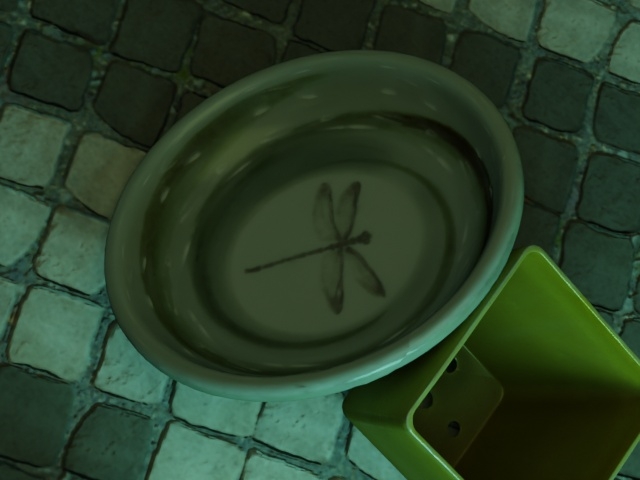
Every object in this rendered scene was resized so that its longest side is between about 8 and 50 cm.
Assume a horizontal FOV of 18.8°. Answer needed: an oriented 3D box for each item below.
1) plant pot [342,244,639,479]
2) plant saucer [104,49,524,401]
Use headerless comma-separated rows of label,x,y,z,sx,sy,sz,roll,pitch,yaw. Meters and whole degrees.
plant pot,0.148,0.149,1.786,0.212,0.187,0.212,47,67,-21
plant saucer,0.000,0.000,1.800,0.401,0.100,0.400,-11,49,13
